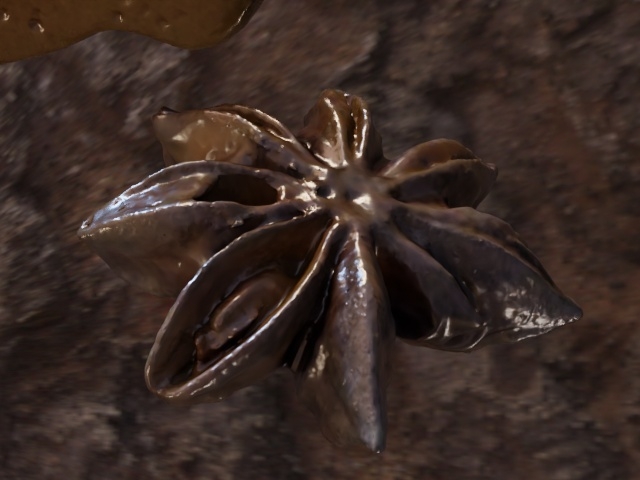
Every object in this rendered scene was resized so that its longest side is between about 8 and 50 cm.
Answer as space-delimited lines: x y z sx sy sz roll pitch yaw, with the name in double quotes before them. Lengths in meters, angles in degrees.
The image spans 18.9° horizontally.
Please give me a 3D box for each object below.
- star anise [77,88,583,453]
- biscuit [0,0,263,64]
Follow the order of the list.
"star anise" 0.013 0.012 1.171 0.315 0.108 0.315 13 -138 -12
"biscuit" -0.260 -0.244 1.300 0.368 0.394 0.076 56 -147 -20
